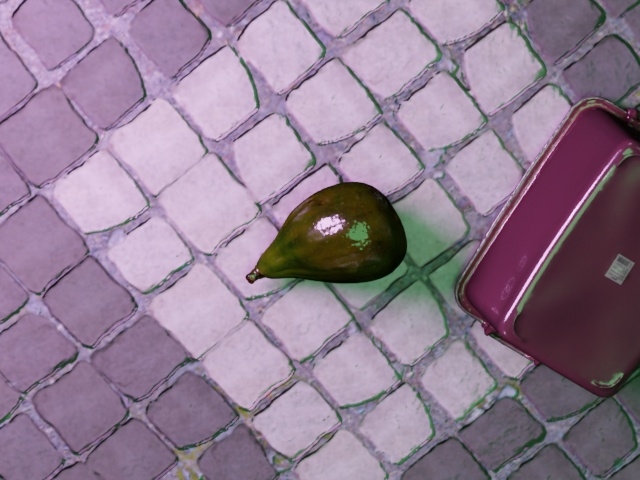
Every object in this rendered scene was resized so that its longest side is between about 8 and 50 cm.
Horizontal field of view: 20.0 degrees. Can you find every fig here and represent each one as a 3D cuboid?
[{"bbox_3d":[0.000,0.000,1.915,0.177,0.117,0.117,-13,107,19],"label":"fig"}]

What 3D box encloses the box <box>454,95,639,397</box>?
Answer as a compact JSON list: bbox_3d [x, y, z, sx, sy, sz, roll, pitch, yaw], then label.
[{"bbox_3d":[0.293,0.012,1.913,0.193,0.167,0.294,31,99,-12],"label":"box"}]
